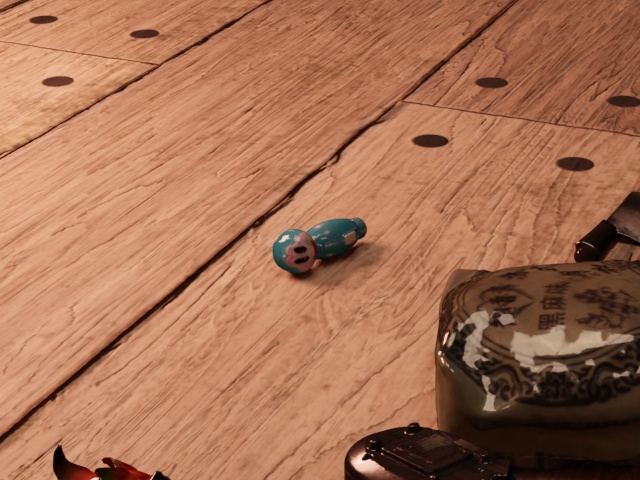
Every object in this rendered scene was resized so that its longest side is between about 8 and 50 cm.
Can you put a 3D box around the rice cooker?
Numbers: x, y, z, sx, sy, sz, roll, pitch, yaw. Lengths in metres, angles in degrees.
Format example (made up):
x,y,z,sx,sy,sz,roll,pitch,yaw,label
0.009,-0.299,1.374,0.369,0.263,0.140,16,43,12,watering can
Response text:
x,y,z,sx,sy,sz,roll,pitch,yaw,label
0.088,0.208,1.142,0.112,0.107,0.165,-17,19,-37,rice cooker

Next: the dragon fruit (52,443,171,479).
x,y,z,sx,sy,sz,roll,pitch,yaw,label
-0.159,0.227,1.086,0.142,0.121,0.130,13,38,-12,dragon fruit

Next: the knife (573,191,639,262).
x,y,z,sx,sy,sz,roll,pitch,yaw,label
0.356,-0.016,1.693,0.060,0.028,0.230,24,30,20,knife

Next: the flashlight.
x,y,z,sx,sy,sz,roll,pitch,yaw,label
0.000,0.000,1.635,0.051,0.051,0.129,20,30,37,flashlight

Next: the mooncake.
x,y,z,sx,sy,sz,roll,pitch,yaw,label
0.229,0.100,1.324,0.250,0.136,0.254,0,25,10,mooncake
